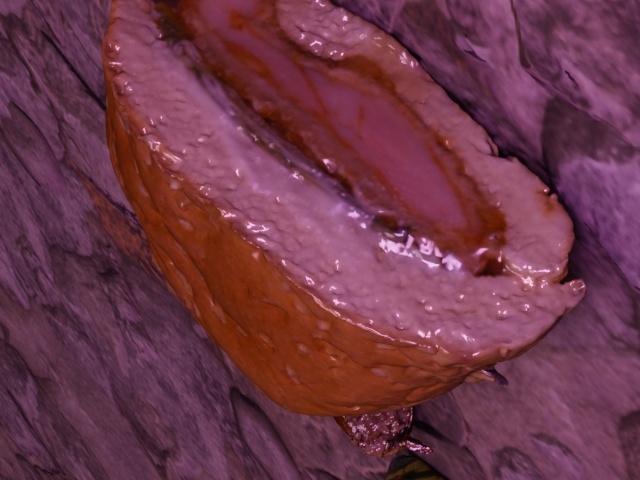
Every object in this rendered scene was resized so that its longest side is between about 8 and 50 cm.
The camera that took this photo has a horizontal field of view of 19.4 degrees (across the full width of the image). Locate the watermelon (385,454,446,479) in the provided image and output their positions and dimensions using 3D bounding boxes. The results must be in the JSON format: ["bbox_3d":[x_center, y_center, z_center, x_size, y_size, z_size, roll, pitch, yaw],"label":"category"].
[{"bbox_3d":[0.137,0.307,1.341,0.128,0.159,0.303,-19,108,28],"label":"watermelon"}]

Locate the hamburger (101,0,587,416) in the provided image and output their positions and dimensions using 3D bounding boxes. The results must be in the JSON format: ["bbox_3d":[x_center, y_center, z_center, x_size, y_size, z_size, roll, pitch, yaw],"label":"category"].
[{"bbox_3d":[0.002,0.000,1.086,0.330,0.162,0.209,40,152,27],"label":"hamburger"}]

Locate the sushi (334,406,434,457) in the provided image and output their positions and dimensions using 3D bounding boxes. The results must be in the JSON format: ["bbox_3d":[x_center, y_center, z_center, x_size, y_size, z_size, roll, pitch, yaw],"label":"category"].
[{"bbox_3d":[0.030,0.107,1.324,0.120,0.052,0.055,59,174,1],"label":"sushi"}]
